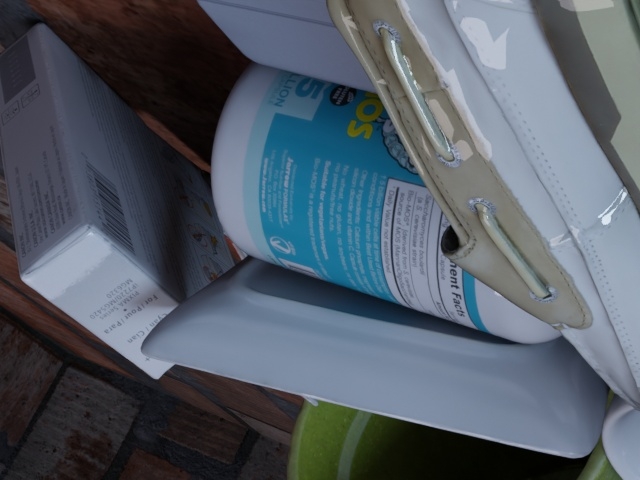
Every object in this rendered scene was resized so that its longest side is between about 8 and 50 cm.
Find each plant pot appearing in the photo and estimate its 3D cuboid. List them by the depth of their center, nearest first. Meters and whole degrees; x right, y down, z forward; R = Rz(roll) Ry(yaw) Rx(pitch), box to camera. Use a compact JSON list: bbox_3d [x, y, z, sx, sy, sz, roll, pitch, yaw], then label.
[{"bbox_3d":[0.155,0.206,0.877,0.276,0.276,0.254,9,147,46],"label":"plant pot"}]

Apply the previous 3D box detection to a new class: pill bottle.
[{"bbox_3d":[0.078,-0.029,0.621,0.264,0.146,0.146,16,160,30],"label":"pill bottle"}]

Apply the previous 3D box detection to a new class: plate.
[{"bbox_3d":[0.064,0.035,0.723,0.278,0.045,0.277,11,-159,18],"label":"plate"}]

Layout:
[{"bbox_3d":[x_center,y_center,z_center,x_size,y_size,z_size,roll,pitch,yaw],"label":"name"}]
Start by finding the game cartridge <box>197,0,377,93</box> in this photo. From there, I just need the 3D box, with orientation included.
[{"bbox_3d":[-0.029,-0.171,0.450,0.198,0.062,0.297,16,154,39],"label":"game cartridge"}]

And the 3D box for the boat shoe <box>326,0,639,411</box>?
[{"bbox_3d":[0.101,-0.026,0.412,0.103,0.113,0.302,1,140,33],"label":"boat shoe"}]

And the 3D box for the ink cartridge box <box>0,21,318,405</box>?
[{"bbox_3d":[-0.138,-0.009,0.855,0.261,0.066,0.296,45,-168,-40],"label":"ink cartridge box"}]

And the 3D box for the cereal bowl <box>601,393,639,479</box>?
[{"bbox_3d":[0.350,0.116,0.629,0.339,0.141,0.339,23,159,10],"label":"cereal bowl"}]

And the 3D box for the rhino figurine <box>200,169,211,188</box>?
[{"bbox_3d":[0.000,0.000,0.947,0.243,0.073,0.106,33,166,-13],"label":"rhino figurine"}]
